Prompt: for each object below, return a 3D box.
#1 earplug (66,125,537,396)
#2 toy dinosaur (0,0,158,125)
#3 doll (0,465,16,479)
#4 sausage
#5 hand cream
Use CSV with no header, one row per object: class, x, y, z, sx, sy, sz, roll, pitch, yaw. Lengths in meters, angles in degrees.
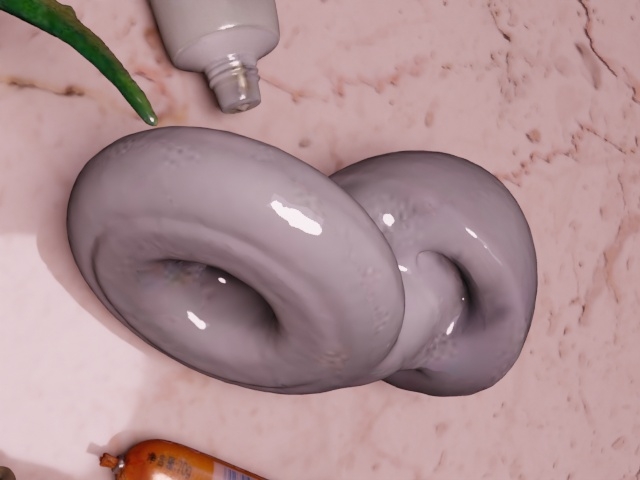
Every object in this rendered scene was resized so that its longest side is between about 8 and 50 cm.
earplug,0.001,0.012,0.520,0.326,0.214,0.175,8,63,-30
toy dinosaur,-0.302,-0.189,0.405,0.301,0.087,0.447,-27,65,-42
doll,-0.117,0.230,0.445,0.330,0.235,0.174,16,43,-16
sausage,0.001,0.220,0.571,0.348,0.053,0.053,30,73,-20
hand cream,-0.101,-0.255,0.574,0.124,0.078,0.340,-12,82,-25
